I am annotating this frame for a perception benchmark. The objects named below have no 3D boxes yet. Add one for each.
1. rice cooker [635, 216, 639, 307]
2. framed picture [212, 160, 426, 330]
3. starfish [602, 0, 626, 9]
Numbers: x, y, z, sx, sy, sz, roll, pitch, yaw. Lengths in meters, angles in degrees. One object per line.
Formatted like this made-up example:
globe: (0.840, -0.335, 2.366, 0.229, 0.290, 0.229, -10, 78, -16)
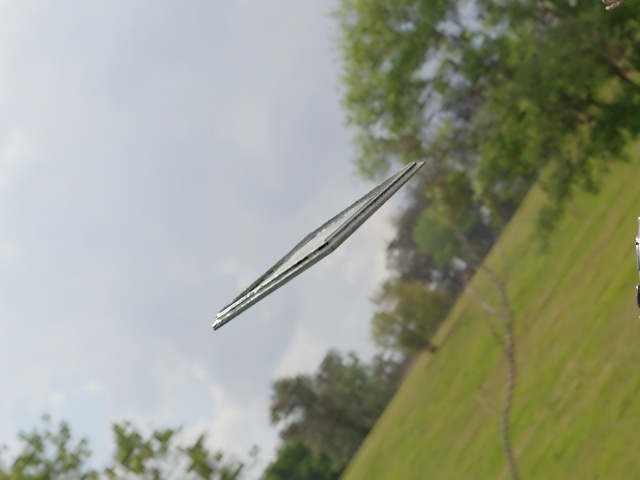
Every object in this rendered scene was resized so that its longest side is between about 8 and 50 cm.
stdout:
rice cooker: (0.565, 0.040, 2.054, 0.267, 0.225, 0.267, -1, -90, -76)
framed picture: (0.000, 0.000, 1.725, 0.217, 0.017, 0.274, -34, 5, 34)
starfish: (0.435, -0.359, 2.062, 0.091, 0.028, 0.078, -37, -15, -32)
